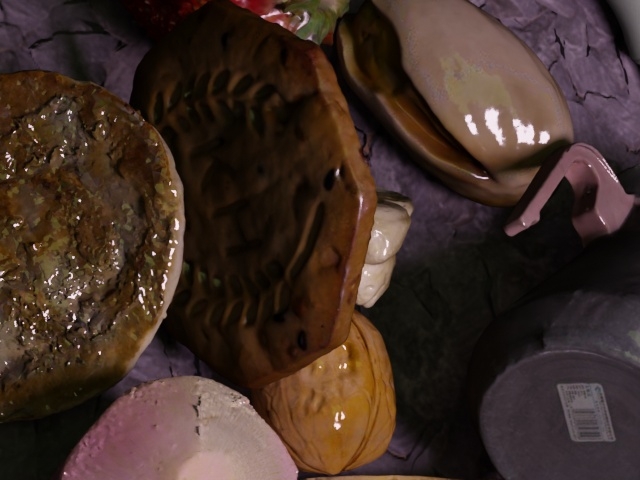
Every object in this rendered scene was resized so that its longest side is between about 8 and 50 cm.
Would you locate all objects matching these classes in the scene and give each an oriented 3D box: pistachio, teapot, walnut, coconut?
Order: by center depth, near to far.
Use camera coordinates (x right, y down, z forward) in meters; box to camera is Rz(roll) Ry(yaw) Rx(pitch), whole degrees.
[{"bbox_3d":[-0.129,0.244,1.632,0.233,0.245,0.233,5,73,-18],"label":"coconut"},{"bbox_3d":[0.283,0.073,1.757,0.300,0.253,0.344,53,36,-12],"label":"teapot"},{"bbox_3d":[0.003,0.138,1.766,0.144,0.144,0.180,-11,70,-20],"label":"walnut"},{"bbox_3d":[0.146,-0.157,1.887,0.288,0.166,0.197,51,39,7],"label":"pistachio"}]

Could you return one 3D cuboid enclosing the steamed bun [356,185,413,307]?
[{"bbox_3d":[0.000,0.000,1.790,0.177,0.192,0.106,7,99,-12],"label":"steamed bun"}]

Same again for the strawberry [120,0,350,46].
[{"bbox_3d":[-0.092,-0.290,1.818,0.276,0.257,0.257,26,67,9],"label":"strawberry"}]

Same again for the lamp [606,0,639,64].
[{"bbox_3d":[0.363,-0.307,2.015,0.182,0.182,0.314,-31,112,-23],"label":"lamp"}]

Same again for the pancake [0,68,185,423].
[{"bbox_3d":[-0.299,0.004,1.710,0.356,0.065,0.356,0,83,1],"label":"pancake"}]

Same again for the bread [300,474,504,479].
[{"bbox_3d":[0.087,0.305,1.735,0.288,0.119,0.153,2,113,-17],"label":"bread"}]

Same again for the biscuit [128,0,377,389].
[{"bbox_3d":[-0.078,-0.041,1.691,0.046,0.359,0.359,-8,75,-42],"label":"biscuit"}]
